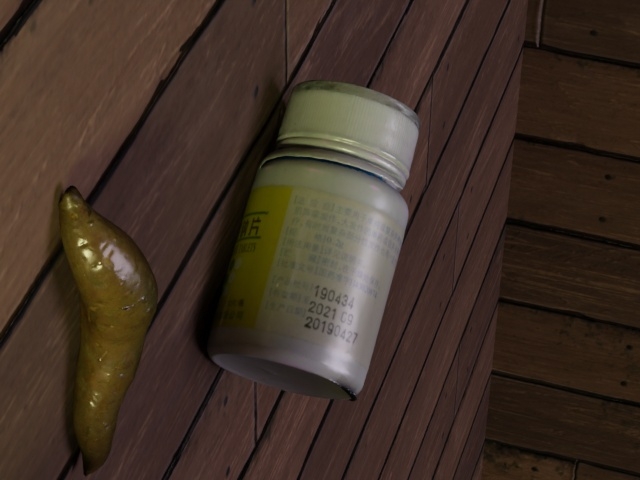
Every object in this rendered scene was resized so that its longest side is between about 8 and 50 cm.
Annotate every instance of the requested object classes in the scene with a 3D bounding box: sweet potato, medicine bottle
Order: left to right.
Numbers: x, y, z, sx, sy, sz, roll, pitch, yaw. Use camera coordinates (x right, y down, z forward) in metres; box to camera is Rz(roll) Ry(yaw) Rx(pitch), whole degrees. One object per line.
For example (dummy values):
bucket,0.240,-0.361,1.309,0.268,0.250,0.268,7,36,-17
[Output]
sweet potato,-0.144,0.062,1.274,0.069,0.059,0.249,-38,146,-39
medicine bottle,0.000,0.000,1.624,0.143,0.143,0.258,63,42,-70
